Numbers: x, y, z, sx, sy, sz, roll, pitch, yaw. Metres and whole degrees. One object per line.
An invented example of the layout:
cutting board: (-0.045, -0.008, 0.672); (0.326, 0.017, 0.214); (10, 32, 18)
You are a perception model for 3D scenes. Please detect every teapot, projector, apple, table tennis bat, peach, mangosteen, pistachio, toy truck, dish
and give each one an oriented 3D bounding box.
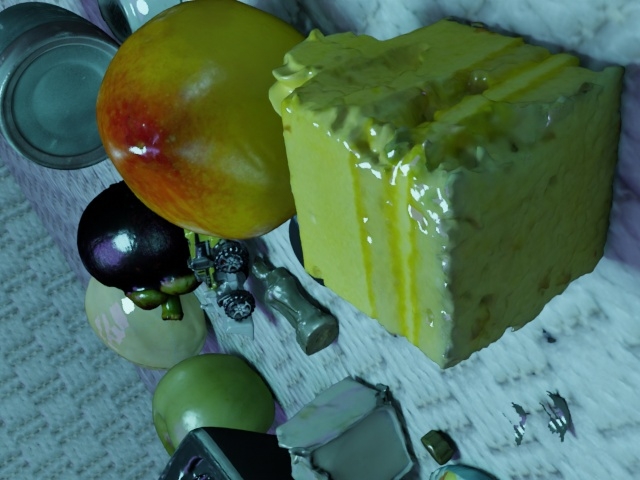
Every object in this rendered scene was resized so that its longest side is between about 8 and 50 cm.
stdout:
teapot: (-0.431, -0.292, 1.322); (0.312, 0.315, 0.233); (45, 127, 41)
projector: (-0.059, 0.557, 1.408); (0.405, 0.242, 0.395); (24, -171, -46)
apple: (-0.246, 0.403, 1.780); (0.292, 0.254, 0.291); (39, 145, 35)
table tennis bat: (0.000, 0.000, 1.183); (0.130, 0.019, 0.220); (52, 155, 14)
peach: (-0.128, -0.147, 0.931); (0.289, 0.308, 0.288); (23, 119, 48)
mangosteen: (-0.342, 0.022, 1.535); (0.275, 0.275, 0.302); (-12, 99, 63)
pistachio: (-0.424, 0.178, 1.880); (0.321, 0.238, 0.229); (40, 161, -8)
toy truck: (-0.185, 0.063, 1.432); (0.136, 0.111, 0.285); (-111, 11, -51)
dish: (-0.310, -0.381, 1.256); (0.246, 0.078, 0.224); (9, 127, 58)

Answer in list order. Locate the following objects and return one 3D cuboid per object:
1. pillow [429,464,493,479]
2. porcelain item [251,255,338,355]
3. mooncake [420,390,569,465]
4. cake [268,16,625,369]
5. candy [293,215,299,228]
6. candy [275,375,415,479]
pillow: (0.254, 0.443, 1.152); (0.233, 0.086, 0.214); (55, 165, 2)
porcelain item: (-0.059, 0.100, 1.352); (0.215, 0.069, 0.081); (48, 157, 32)
mooncake: (0.215, 0.265, 1.045); (0.150, 0.057, 0.347); (51, 153, -12)
cake: (0.093, -0.069, 0.718); (0.286, 0.222, 0.227); (33, 142, 42)
candy: (-0.032, -0.066, 1.130); (0.136, 0.038, 0.088); (70, 155, 16)
candy: (0.040, 0.343, 1.295); (0.137, 0.195, 0.184); (26, 143, 56)
